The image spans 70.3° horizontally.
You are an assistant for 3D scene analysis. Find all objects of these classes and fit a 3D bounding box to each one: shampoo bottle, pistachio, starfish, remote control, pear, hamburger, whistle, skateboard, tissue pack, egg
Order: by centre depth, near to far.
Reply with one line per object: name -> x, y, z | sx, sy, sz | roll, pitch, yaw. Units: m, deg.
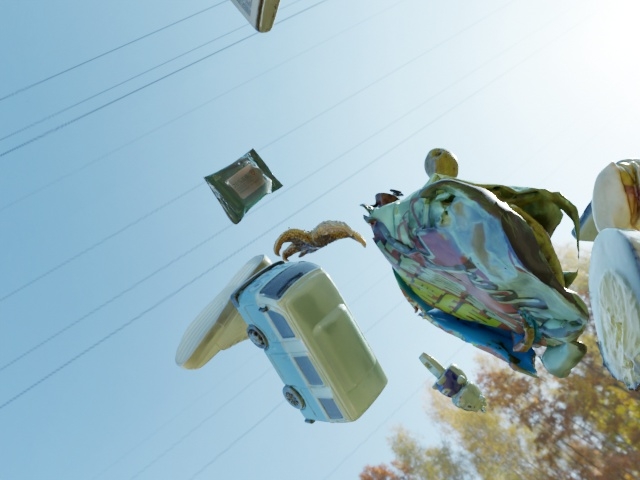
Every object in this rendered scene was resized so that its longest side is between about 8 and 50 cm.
hamburger -> 0.191, 0.018, 0.506 | 0.150, 0.276, 0.260 | -43, -81, -14
tissue pack -> -0.120, -0.088, 0.717 | 0.085, 0.028, 0.138 | 53, -143, -9
egg -> 0.668, 0.129, 0.884 | 0.201, 0.337, 0.337 | -5, -67, 11
shampoo bottle -> -0.195, -0.592, 0.980 | 0.071, 0.284, 0.153 | -29, -24, -41
skateboard -> 0.157, -0.080, 1.015 | 0.151, 0.067, 0.080 | 27, -106, -70
pistachio -> 0.700, -0.084, 1.068 | 0.145, 0.117, 0.200 | 38, -135, -72
starfish -> 0.000, -0.002, 1.133 | 0.216, 0.238, 0.071 | -3, -102, -30
whistle -> 0.398, 0.434, 1.380 | 0.092, 0.244, 0.110 | -38, -20, -35
remote control -> 0.901, -0.119, 1.405 | 0.140, 0.056, 0.296 | 1, -50, -12
pear -> 0.380, -0.230, 1.426 | 0.107, 0.107, 0.131 | -51, -45, -9

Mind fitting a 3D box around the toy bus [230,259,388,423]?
toy bus -> -0.012, 0.165, 0.762 | 0.133, 0.165, 0.271 | -37, -78, -37

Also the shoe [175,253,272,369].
shoe -> -0.209, 0.211, 1.175 | 0.160, 0.132, 0.363 | 51, -128, -21
